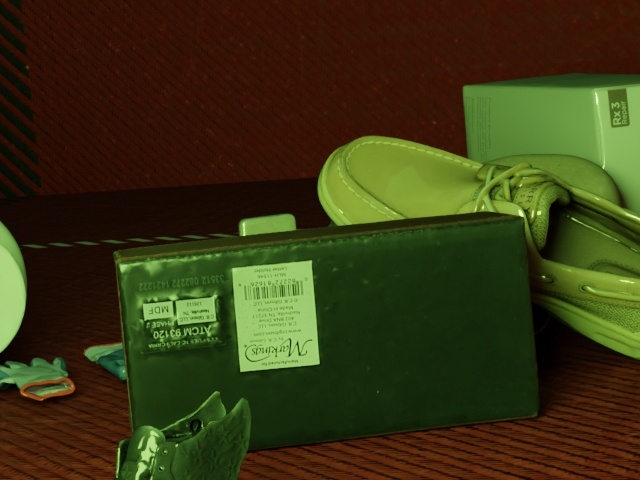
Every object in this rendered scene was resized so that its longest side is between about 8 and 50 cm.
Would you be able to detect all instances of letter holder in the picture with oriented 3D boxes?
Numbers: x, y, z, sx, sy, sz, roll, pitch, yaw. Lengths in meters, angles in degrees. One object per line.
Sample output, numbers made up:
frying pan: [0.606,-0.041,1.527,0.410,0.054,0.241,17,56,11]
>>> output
letter holder: [-0.004,0.063,1.527,0.301,0.152,0.214,-6,5,-6]

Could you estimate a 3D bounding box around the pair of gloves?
pair of gloves: [-0.209,0.117,1.756,0.198,0.023,0.159,-7,7,-24]

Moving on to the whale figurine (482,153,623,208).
whale figurine: [0.192,0.028,1.874,0.216,0.141,0.272,0,33,21]

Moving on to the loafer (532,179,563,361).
loafer: [0.175,0.022,1.707,0.080,0.078,0.220,11,41,10]

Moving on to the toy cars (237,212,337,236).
toy cars: [0.000,0.000,2.281,0.176,0.087,0.393,0,8,33]

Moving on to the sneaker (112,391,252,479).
sneaker: [-0.106,0.149,1.147,0.051,0.089,0.170,2,10,45]

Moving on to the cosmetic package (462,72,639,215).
cosmetic package: [0.296,-0.074,2.159,0.156,0.217,0.385,-8,9,-17]

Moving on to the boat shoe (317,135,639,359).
boat shoe: [0.165,-0.017,1.616,0.341,0.110,0.122,21,55,4]

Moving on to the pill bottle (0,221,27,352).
pill bottle: [-0.380,0.039,1.884,0.176,0.176,0.318,-8,8,-20]
